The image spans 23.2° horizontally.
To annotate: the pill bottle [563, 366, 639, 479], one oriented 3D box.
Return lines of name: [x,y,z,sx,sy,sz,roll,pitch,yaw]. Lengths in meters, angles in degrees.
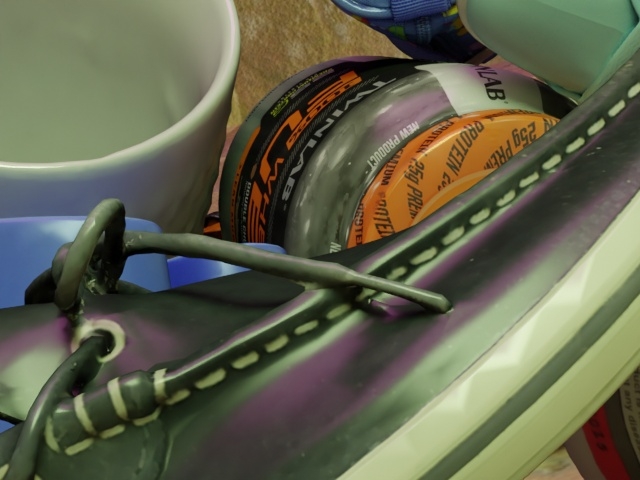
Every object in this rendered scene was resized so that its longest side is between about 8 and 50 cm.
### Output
pill bottle: [0.241,0.044,0.543,0.176,0.176,0.318,-21,12,-29]

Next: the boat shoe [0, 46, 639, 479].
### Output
boat shoe: [-0.061,0.069,0.481,0.500,0.156,0.187,-35,-8,-7]

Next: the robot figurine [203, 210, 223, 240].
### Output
robot figurine: [0.000,0.000,1.312,0.291,0.085,0.211,-8,13,33]

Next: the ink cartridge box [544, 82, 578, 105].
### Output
ink cartridge box: [0.307,-0.092,0.992,0.306,0.226,0.131,-6,4,33]

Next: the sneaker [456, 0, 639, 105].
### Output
sneaker: [0.235,-0.057,0.770,0.366,0.135,0.150,19,48,-3]

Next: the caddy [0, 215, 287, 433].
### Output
caddy: [-0.163,0.098,0.813,0.341,0.179,0.241,-8,-10,31]

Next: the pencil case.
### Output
pencil case: [0.072,-0.179,1.014,0.119,0.133,0.306,-15,-2,10]

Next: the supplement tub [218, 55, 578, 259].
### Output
supplement tub: [0.061,-0.006,0.944,0.207,0.207,0.338,-16,11,-10]

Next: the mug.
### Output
mug: [-0.259,-0.053,1.090,0.374,0.328,0.276,18,48,2]
